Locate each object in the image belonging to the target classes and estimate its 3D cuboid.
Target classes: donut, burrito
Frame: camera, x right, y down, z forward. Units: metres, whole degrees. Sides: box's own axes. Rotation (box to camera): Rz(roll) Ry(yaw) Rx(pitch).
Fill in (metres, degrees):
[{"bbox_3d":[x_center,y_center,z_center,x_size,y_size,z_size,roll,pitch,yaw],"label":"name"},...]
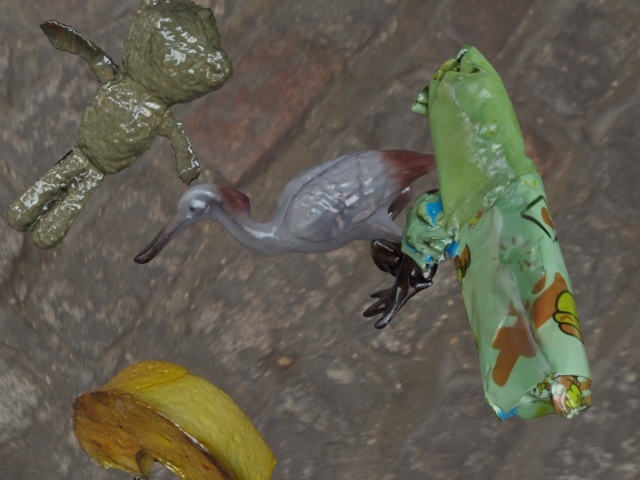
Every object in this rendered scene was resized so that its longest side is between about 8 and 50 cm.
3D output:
[{"bbox_3d":[-0.172,0.203,1.402,0.259,0.152,0.101,14,48,36],"label":"donut"},{"bbox_3d":[0.102,-0.003,0.830,0.104,0.054,0.288,-23,58,22],"label":"burrito"}]

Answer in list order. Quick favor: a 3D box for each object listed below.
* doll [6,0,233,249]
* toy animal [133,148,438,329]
[{"bbox_3d":[-0.197,-0.109,1.259,0.203,0.091,0.286,20,98,24],"label":"doll"},{"bbox_3d":[-0.004,-0.023,1.284,0.324,0.090,0.195,15,106,-24],"label":"toy animal"}]
